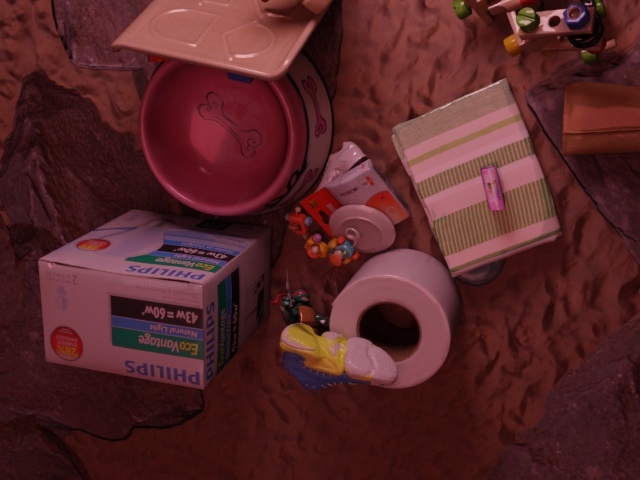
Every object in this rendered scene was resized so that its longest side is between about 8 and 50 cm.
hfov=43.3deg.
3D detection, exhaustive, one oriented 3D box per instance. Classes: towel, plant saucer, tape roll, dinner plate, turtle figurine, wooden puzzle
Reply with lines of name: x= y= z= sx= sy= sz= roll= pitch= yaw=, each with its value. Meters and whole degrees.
towel: x=0.305 y=-0.116 z=1.571 sx=0.247 sy=0.038 sz=0.325 roll=-22 pitch=95 yaw=18
plant saucer: x=0.313 y=0.040 z=1.637 sx=0.119 sy=0.021 sz=0.119 roll=5 pitch=109 yaw=16
tape roll: x=0.157 y=0.156 z=1.643 sx=0.246 sy=0.169 sz=0.246 roll=6 pitch=109 yaw=17
dinner plate: x=0.084 y=-0.018 z=1.656 sx=0.141 sy=0.017 sz=0.141 roll=12 pitch=140 yaw=11
turtle figurine: x=-0.021 y=0.180 z=1.732 sx=0.118 sy=0.175 sz=0.234 roll=-37 pitch=59 yaw=51
wooden puzzle: x=-0.166 y=-0.401 z=1.506 sx=0.347 sy=0.322 sz=0.080 roll=11 pitch=137 yaw=15

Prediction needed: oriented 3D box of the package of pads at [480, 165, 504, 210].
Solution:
package of pads: x=0.325 y=-0.099 z=1.522 sx=0.032 sy=0.050 sz=0.083 roll=-14 pitch=97 yaw=10

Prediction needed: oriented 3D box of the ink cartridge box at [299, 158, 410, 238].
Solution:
ink cartridge box: x=0.068 y=-0.066 z=1.639 sx=0.179 sy=0.045 sz=0.145 roll=-32 pitch=120 yaw=21

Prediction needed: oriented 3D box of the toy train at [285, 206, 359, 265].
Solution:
toy train: x=0.000 y=0.000 z=1.673 sx=0.166 sy=0.046 sz=0.125 roll=18 pitch=143 yaw=23

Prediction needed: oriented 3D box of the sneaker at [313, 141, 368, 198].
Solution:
sneaker: x=0.034 y=-0.141 z=1.657 sx=0.152 sy=0.053 sz=0.061 roll=-46 pitch=66 yaw=28

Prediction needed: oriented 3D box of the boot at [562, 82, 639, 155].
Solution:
boot: x=0.577 y=-0.167 z=1.458 sx=0.269 sy=0.089 sz=0.236 roll=2 pitch=97 yaw=17

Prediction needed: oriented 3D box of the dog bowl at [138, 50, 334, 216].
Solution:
dog bowl: x=-0.186 y=-0.230 z=1.638 sx=0.408 sy=0.150 sz=0.408 roll=6 pitch=109 yaw=16

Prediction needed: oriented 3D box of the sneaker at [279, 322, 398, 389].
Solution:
sneaker: x=0.031 y=0.248 z=1.587 sx=0.240 sy=0.091 sz=0.126 roll=22 pitch=131 yaw=9

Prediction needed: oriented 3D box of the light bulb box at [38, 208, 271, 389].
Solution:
light bulb box: x=-0.326 y=0.105 z=1.673 sx=0.357 sy=0.361 sz=0.225 roll=7 pitch=109 yaw=15

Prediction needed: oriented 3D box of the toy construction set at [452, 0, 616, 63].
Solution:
toy construction set: x=0.332 y=-0.399 z=1.353 sx=0.237 sy=0.309 sz=0.257 roll=-17 pitch=94 yaw=26

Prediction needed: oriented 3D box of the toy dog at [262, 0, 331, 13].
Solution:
toy dog: x=-0.024 y=-0.544 z=1.452 sx=0.220 sy=0.334 sz=0.161 roll=51 pitch=150 yaw=-17
